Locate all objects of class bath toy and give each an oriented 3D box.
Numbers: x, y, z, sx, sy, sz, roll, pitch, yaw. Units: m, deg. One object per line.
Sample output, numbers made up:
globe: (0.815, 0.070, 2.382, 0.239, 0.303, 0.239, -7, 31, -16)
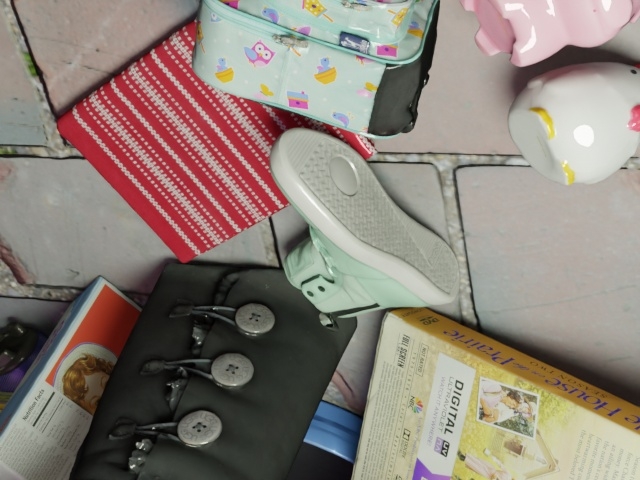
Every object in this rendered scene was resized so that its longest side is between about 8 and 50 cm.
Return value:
bath toy: (0.178, -0.201, 0.936, 0.151, 0.129, 0.348, 39, 157, 57)

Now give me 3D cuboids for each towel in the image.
towel: (-0.104, -0.100, 1.196, 0.275, 0.031, 0.199, -27, 113, 35)

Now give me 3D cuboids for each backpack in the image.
backpack: (-0.006, -0.177, 0.993, 0.188, 0.166, 0.144, 10, 130, 8)

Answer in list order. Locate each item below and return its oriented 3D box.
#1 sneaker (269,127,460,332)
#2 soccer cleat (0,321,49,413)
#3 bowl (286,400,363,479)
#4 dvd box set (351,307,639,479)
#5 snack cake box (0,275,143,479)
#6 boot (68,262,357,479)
sneaker: (0.000, 0.001, 1.169, 0.151, 0.094, 0.256, -17, 138, 34)
soccer cleat: (-0.412, 0.184, 1.528, 0.289, 0.093, 0.121, -20, 126, 35)
bowl: (-0.033, 0.327, 1.511, 0.391, 0.077, 0.391, 11, 133, 12)
dvd box set: (0.212, 0.275, 1.194, 0.420, 0.062, 0.307, 24, 115, 35)
snack cake box: (-0.248, 0.186, 1.341, 0.152, 0.264, 0.089, 39, 133, -13)
boot: (-0.041, 0.213, 1.163, 0.367, 0.445, 0.146, 19, 124, 3)
